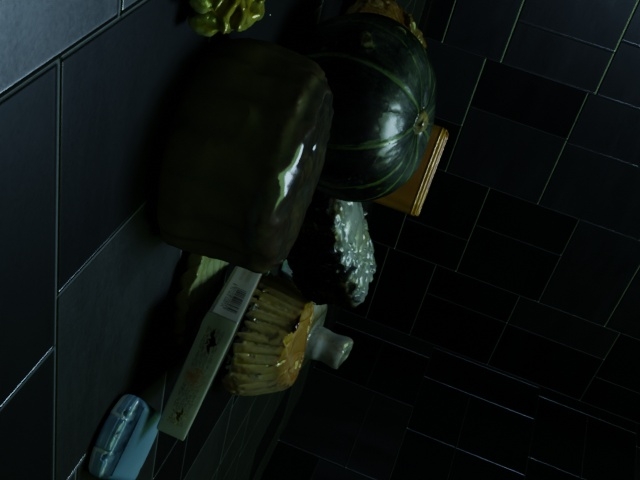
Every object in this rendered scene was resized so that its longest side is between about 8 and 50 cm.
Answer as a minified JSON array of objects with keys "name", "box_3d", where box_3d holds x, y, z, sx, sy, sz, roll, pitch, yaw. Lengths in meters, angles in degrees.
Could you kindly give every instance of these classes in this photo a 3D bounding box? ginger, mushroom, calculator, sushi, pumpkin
[{"name":"ginger","box_3d":[0.130,-0.412,1.793,0.321,0.173,0.165,84,-12,-68]},{"name":"mushroom","box_3d":[-0.031,0.249,2.171,0.243,0.244,0.243,21,90,-82]},{"name":"calculator","box_3d":[-0.278,0.291,1.235,0.210,0.039,0.121,89,25,-72]},{"name":"sushi","box_3d":[0.000,0.000,1.698,0.343,0.182,0.196,69,21,-45]},{"name":"pumpkin","box_3d":[0.064,-0.220,1.433,0.323,0.242,0.323,9,90,-73]}]

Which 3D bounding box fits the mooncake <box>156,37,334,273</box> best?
[{"name":"mooncake","box_3d":[-0.085,-0.105,1.083,0.290,0.161,0.290,19,90,-84]}]

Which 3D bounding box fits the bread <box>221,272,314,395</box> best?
[{"name":"bread","box_3d":[-0.108,0.215,1.835,0.274,0.149,0.274,20,90,-75]}]

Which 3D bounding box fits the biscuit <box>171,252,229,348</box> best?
[{"name":"biscuit","box_3d":[-0.166,0.022,1.312,0.187,0.036,0.273,98,14,-64]}]

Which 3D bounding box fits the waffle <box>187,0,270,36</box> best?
[{"name":"waffle","box_3d":[-0.071,-0.351,0.928,0.261,0.056,0.249,-52,161,-59]}]

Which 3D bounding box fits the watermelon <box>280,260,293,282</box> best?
[{"name":"watermelon","box_3d":[-0.050,0.051,2.059,0.081,0.094,0.180,-55,149,-51]}]

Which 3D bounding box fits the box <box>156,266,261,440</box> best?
[{"name":"box","box_3d":[-0.161,0.146,1.366,0.365,0.051,0.204,-76,-169,-75]}]

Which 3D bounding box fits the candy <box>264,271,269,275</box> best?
[{"name":"candy","box_3d":[-0.073,-0.038,1.402,0.335,0.093,0.092,-83,159,-59]}]

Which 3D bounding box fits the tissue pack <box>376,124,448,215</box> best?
[{"name":"tissue pack","box_3d":[0.104,-0.185,1.763,0.145,0.275,0.194,1,109,-82]}]
